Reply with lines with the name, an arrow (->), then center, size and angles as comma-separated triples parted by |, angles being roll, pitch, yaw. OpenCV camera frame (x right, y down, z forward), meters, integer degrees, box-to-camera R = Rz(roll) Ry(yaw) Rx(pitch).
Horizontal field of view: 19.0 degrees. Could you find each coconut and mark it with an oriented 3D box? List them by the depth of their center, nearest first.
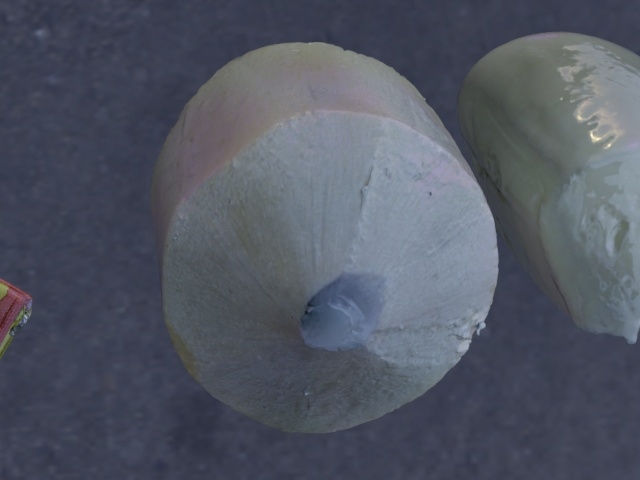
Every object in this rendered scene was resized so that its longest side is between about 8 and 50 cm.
coconut -> 0.000, 0.000, 1.308 | 0.239, 0.239, 0.244 | 57, 11, -28

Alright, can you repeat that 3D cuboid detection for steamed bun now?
steamed bun -> 0.218, -0.044, 1.455 | 0.225, 0.170, 0.200 | -117, -171, -49

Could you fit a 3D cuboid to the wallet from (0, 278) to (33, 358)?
wallet -> -0.448, 0.138, 2.242 | 0.241, 0.141, 0.067 | -61, 173, 7
